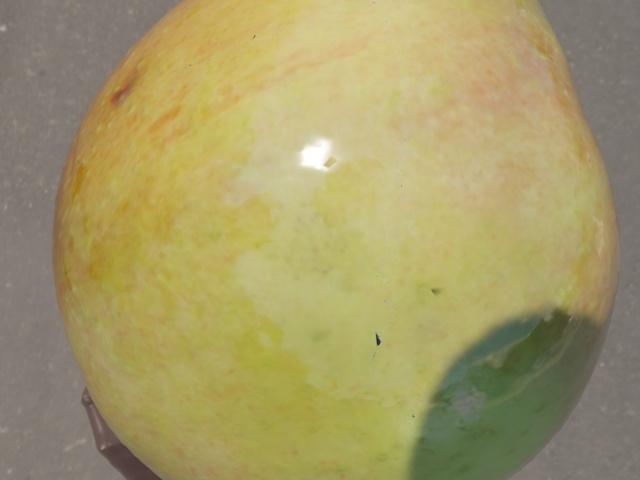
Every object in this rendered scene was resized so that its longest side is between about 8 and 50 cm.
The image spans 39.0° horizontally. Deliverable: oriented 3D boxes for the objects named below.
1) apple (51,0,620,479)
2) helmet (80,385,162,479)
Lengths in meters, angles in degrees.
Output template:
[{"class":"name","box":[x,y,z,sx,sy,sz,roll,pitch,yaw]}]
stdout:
[{"class":"apple","box":[0.000,0.000,0.509,0.277,0.319,0.319,-17,71,-3]},{"class":"helmet","box":[-0.154,0.147,1.054,0.177,0.225,0.305,40,55,-11]}]
